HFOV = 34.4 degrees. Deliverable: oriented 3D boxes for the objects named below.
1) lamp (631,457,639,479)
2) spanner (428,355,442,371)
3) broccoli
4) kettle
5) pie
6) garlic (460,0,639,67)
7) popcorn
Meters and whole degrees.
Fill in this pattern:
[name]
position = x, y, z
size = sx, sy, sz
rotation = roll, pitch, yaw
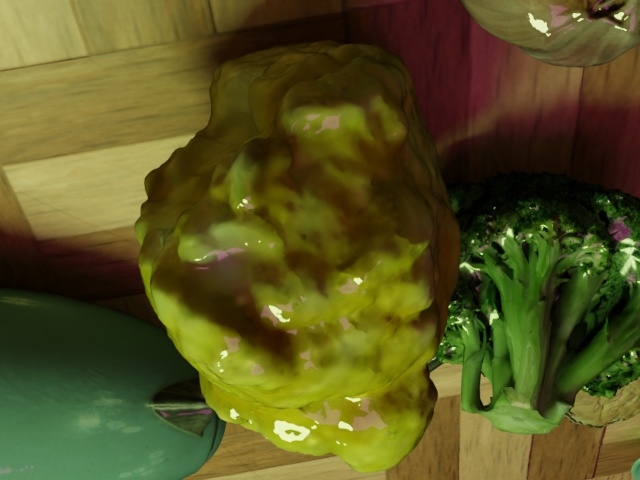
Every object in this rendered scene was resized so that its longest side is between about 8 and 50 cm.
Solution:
[lamp]
position = 0.622, 0.340, 1.541
size = 0.284, 0.147, 0.209
rotation = 16, 130, -30
[spanner]
position = 0.133, 0.165, 1.326
size = 0.054, 0.015, 0.254
rotation = 25, 128, -35
[broccoli]
position = 0.215, 0.067, 1.049
size = 0.308, 0.275, 0.308
rotation = 15, 150, 9
[kettle]
position = -0.278, 0.181, 1.120
size = 0.342, 0.247, 0.319
rotation = 6, 169, -31
[pie]
position = 0.361, 0.151, 1.256
size = 0.185, 0.052, 0.218
rotation = -9, 136, -23
[garlic]
position = 0.225, -0.238, 0.750
size = 0.207, 0.207, 0.256
rotation = 19, 169, -31
[popcorn]
position = 0.007, -0.003, 0.847
size = 0.292, 0.334, 0.293
rotation = 28, 153, -22
